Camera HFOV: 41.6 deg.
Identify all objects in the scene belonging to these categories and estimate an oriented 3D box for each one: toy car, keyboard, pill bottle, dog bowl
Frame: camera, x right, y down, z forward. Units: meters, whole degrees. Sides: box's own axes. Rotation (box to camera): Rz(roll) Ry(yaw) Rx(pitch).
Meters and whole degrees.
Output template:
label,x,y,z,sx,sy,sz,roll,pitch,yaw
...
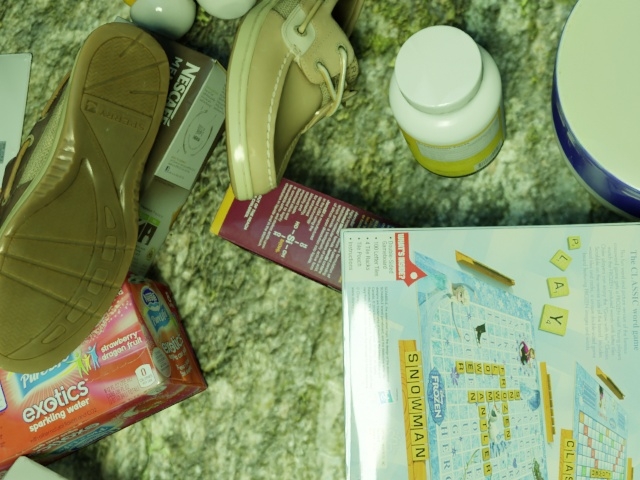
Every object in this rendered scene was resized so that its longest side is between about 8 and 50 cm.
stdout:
label,x,y,z,sx,sy,sz,roll,pitch,yaw
toy car,-0.160,-0.325,0.936,0.181,0.136,0.159,-16,75,11
keyboard,-0.398,-0.106,1.021,0.072,0.014,0.256,2,79,10
pill bottle,0.121,-0.129,0.796,0.103,0.184,0.103,-3,77,14
dog bowl,0.351,-0.144,0.781,0.264,0.104,0.265,-3,78,14

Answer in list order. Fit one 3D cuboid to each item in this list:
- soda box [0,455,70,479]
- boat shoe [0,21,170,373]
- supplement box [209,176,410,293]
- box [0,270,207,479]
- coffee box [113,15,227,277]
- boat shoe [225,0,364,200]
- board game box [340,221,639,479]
label,x,y,z,sx,sy,sz,roll,pitch,yaw
soda box,-0.218,0.297,0.805,0.216,0.069,0.074,30,122,-5
boat shoe,-0.249,-0.043,0.819,0.123,0.123,0.342,3,76,54
supplement box,0.000,0.000,0.843,0.188,0.104,0.081,23,86,18
box,-0.267,0.147,0.873,0.256,0.122,0.128,-27,73,8
coffee box,-0.208,-0.098,0.922,0.141,0.098,0.247,28,87,18
boat shoe,-0.017,-0.179,0.828,0.110,0.122,0.341,8,54,5
board game box,0.177,0.144,0.727,0.317,0.066,0.319,-1,89,2
